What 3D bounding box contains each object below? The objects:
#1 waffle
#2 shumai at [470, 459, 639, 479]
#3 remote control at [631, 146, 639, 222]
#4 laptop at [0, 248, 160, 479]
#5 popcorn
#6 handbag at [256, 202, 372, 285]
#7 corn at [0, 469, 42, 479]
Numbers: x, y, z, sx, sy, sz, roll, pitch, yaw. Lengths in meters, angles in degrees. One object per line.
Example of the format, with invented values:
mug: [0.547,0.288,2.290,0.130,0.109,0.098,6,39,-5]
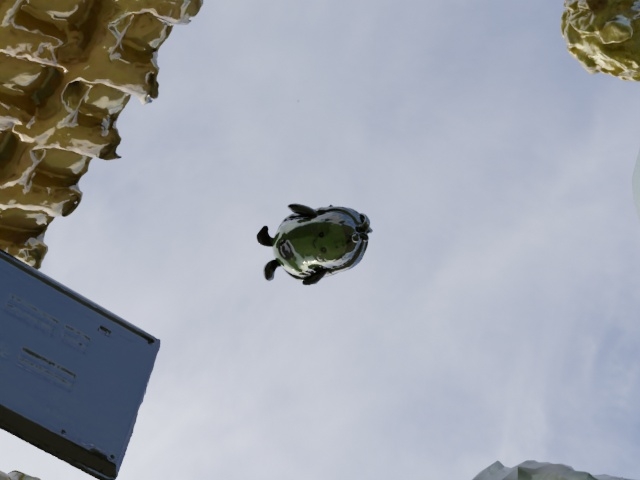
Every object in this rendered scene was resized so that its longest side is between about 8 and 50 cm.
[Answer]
waffle: [-0.287,-0.123,0.911,0.348,0.304,0.077,-50,-128,23]
shumai: [0.142,0.247,0.490,0.395,0.395,0.348,-36,-65,3]
remote control: [0.221,-0.047,0.596,0.050,0.344,0.145,-13,-115,2]
laptop: [-0.198,0.062,0.723,0.197,0.135,0.016,30,-56,-15]
popcorn: [0.187,-0.135,0.688,0.082,0.083,0.057,-2,-42,4]
handbag: [0.000,0.000,0.970,0.111,0.047,0.072,-13,-92,40]
corn: [-0.180,0.141,0.402,0.293,0.106,0.106,-17,-81,37]
